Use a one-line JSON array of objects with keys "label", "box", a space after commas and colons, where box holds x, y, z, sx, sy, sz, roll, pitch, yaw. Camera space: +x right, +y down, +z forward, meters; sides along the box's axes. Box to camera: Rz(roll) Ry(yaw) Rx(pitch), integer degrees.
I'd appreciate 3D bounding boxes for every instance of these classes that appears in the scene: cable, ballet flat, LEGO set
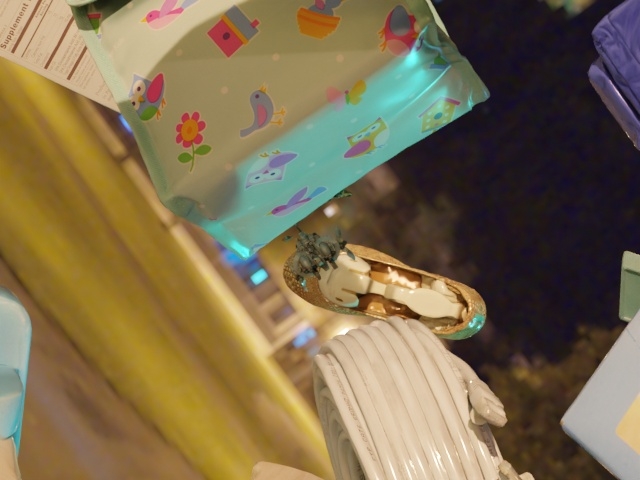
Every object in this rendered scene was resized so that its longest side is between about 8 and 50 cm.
[{"label": "cable", "box": [0.070, 0.177, 1.168, 0.257, 0.089, 0.257, -126, -161, -63]}, {"label": "ballet flat", "box": [0.062, 0.046, 1.732, 0.206, 0.073, 0.067, 12, -3, 6]}, {"label": "LEGO set", "box": [-0.002, -0.001, 1.299, 0.023, 0.054, 0.083, -74, 161, -79]}]

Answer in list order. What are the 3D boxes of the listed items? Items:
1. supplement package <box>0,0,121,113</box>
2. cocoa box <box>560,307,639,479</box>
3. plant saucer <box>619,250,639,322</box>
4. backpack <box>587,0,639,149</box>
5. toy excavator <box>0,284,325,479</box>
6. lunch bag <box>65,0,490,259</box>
[{"label": "supplement package", "box": [-0.247, -0.242, 1.715, 0.244, 0.134, 0.139, 25, 24, -18]}, {"label": "cocoa box", "box": [0.335, 0.039, 0.851, 0.228, 0.347, 0.231, 26, 11, -42]}, {"label": "plant saucer", "box": [0.335, 0.066, 1.486, 0.192, 0.018, 0.067, 18, -55, 32]}, {"label": "backpack", "box": [0.220, -0.110, 1.015, 0.101, 0.120, 0.098, -37, -99, 51]}, {"label": "toy excavator", "box": [-0.238, 0.132, 1.021, 0.445, 0.433, 0.222, -142, -120, -71]}, {"label": "lunch bag", "box": [-0.045, -0.160, 1.217, 0.262, 0.223, 0.160, 63, 12, 26]}]
